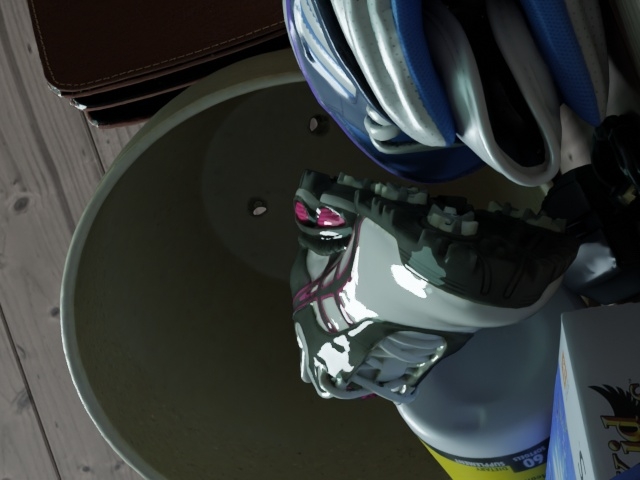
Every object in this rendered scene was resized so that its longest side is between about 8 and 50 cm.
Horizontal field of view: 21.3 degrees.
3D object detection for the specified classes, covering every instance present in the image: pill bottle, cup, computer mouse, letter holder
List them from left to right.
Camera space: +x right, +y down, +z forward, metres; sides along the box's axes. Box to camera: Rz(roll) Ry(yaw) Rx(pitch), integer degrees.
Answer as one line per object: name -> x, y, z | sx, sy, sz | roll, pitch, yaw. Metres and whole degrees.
letter holder -> -0.063, -0.186, 1.324 | 0.152, 0.302, 0.214 | 69, -179, -53
cup -> 0.000, 0.000, 1.169 | 0.237, 0.331, 0.331 | -94, -15, -65
pill bottle -> 0.129, 0.110, 0.996 | 0.208, 0.119, 0.119 | 52, -165, -50
computer mouse -> 0.132, -0.010, 0.818 | 0.242, 0.041, 0.071 | 68, -178, -79

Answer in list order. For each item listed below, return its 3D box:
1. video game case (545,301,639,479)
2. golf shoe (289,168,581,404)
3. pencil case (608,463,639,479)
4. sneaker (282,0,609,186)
video game case -> 0.156, 0.203, 0.821 | 0.269, 0.061, 0.244 | 84, 180, -53
golf shoe -> 0.049, 0.031, 0.845 | 0.273, 0.105, 0.120 | -165, 86, -78
pencil case -> 0.162, 0.206, 0.522 | 0.133, 0.119, 0.306 | 122, 133, -60
sneaker -> 0.057, -0.079, 0.800 | 0.323, 0.130, 0.236 | 77, 179, -48
